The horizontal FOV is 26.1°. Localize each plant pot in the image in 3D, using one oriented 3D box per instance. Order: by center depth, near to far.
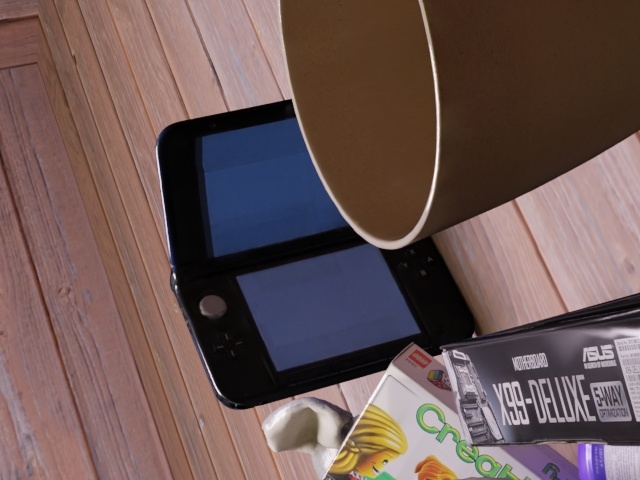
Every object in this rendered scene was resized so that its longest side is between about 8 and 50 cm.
[{"bbox_3d":[0.143,-0.147,0.938,0.256,0.274,0.256,167,90,-71],"label":"plant pot"}]

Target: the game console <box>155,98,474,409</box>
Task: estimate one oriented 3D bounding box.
[{"bbox_3d":[0.000,0.000,1.417,0.173,0.293,0.250,102,148,-52],"label":"game console"}]

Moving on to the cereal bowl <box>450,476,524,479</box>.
[{"bbox_3d":[0.179,0.328,1.104,0.339,0.141,0.339,19,124,31],"label":"cereal bowl"}]

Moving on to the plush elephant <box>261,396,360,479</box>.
[{"bbox_3d":[0.072,0.280,1.473,0.255,0.272,0.330,-14,61,58],"label":"plush elephant"}]

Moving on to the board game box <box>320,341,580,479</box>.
[{"bbox_3d":[0.152,0.256,1.224,0.305,0.053,0.193,37,124,14],"label":"board game box"}]

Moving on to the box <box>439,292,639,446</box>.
[{"bbox_3d":[0.245,0.060,0.842,0.307,0.242,0.076,153,102,-71],"label":"box"}]

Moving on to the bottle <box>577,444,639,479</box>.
[{"bbox_3d":[0.294,0.180,1.012,0.283,0.092,0.118,169,91,-71],"label":"bottle"}]
